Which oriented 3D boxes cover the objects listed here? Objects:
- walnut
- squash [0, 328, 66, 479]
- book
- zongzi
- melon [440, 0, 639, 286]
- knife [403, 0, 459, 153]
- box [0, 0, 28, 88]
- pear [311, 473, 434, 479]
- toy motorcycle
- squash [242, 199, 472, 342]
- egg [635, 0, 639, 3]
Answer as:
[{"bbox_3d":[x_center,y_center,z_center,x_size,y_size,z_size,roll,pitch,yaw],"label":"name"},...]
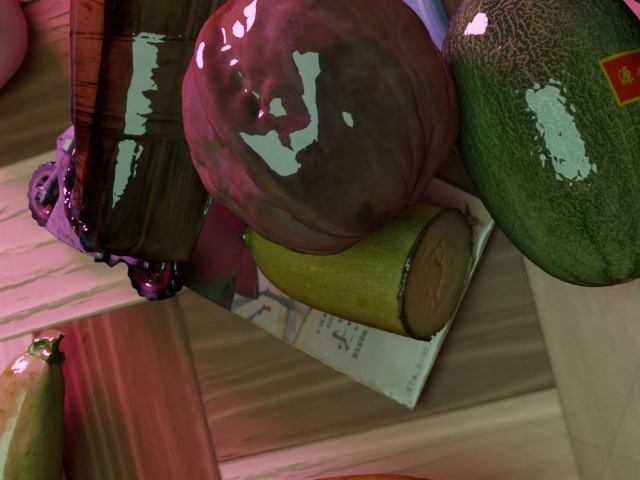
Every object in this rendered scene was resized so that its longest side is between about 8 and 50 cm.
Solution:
[{"bbox_3d":[-0.006,-0.103,1.200,0.224,0.224,0.224,1,92,23],"label":"walnut"},{"bbox_3d":[-0.306,0.265,1.495,0.118,0.118,0.370,11,94,22],"label":"squash"},{"bbox_3d":[0.000,0.000,1.409,0.289,0.026,0.201,26,99,21],"label":"book"},{"bbox_3d":[-0.174,-0.145,1.399,0.300,0.138,0.286,33,114,59],"label":"zongzi"},{"bbox_3d":[0.192,-0.101,1.241,0.182,0.182,0.287,-26,86,21],"label":"melon"},{"bbox_3d":[0.102,-0.171,1.361,0.064,0.031,0.222,-27,78,25],"label":"knife"},{"bbox_3d":[-0.371,-0.223,1.523,0.146,0.088,0.200,-42,75,19],"label":"box"},{"bbox_3d":[0.028,0.358,1.239,0.414,0.352,0.351,-15,85,15],"label":"pear"},{"bbox_3d":[-0.189,-0.034,1.455,0.215,0.080,0.122,31,111,34],"label":"toy motorcycle"},{"bbox_3d":[0.021,0.012,1.325,0.187,0.123,0.123,12,96,25],"label":"squash"},{"bbox_3d":[0.301,-0.259,1.190,0.253,0.186,0.186,12,96,20],"label":"egg"}]
